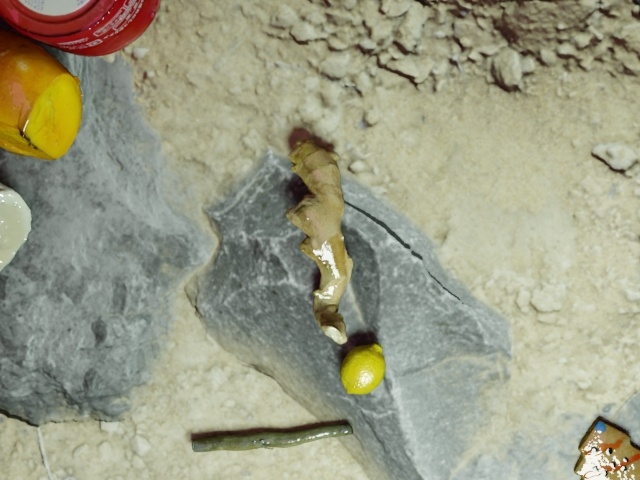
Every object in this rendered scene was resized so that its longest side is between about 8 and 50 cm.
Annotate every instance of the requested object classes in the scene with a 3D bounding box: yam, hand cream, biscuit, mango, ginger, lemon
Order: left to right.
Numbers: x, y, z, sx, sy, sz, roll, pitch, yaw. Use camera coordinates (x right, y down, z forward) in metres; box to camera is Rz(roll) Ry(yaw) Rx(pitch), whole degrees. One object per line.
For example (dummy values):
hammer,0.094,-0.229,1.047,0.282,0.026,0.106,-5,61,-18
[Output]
mango,-0.460,-0.218,1.334,0.257,0.187,0.138,28,67,15
hand cream,-0.339,-0.371,1.320,0.230,0.149,0.230,0,94,5
yam,-0.069,0.284,1.368,0.234,0.029,0.027,-7,80,7
ginger,0.000,0.000,1.327,0.089,0.075,0.288,-4,87,-16
lemon,0.060,0.177,1.330,0.062,0.062,0.083,34,92,5
biscuit,0.396,0.308,1.312,0.119,0.019,0.130,-18,89,8

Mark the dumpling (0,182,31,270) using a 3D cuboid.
dumpling,-0.566,-0.011,1.370,0.243,0.175,0.226,20,125,20
